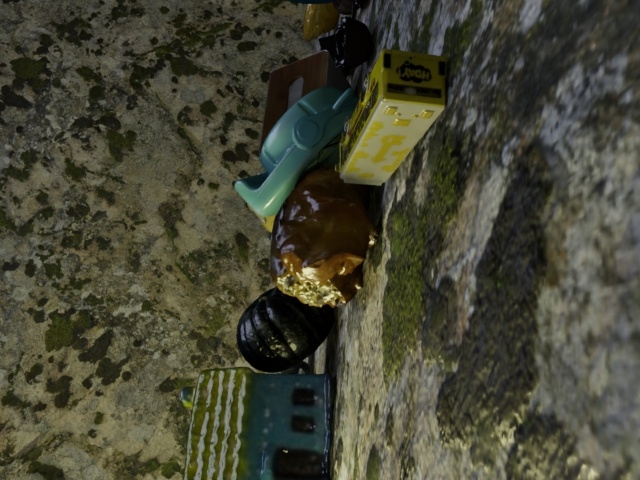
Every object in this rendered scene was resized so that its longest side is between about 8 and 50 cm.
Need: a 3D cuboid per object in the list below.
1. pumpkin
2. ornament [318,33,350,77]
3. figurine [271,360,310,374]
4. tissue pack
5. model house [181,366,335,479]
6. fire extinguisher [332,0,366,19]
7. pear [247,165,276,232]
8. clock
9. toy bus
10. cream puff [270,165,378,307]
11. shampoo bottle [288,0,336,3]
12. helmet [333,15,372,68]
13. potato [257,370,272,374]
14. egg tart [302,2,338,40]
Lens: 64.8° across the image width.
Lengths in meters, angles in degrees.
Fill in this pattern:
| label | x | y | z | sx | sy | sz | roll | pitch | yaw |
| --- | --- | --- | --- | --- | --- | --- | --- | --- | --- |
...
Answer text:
| label | x | y | z | sx | sy | sz | roll | pitch | yaw |
| --- | --- | --- | --- | --- | --- | --- | --- | --- | --- |
| pumpkin | -0.074 | 0.181 | 1.076 | 0.220 | 0.162 | 0.220 | -40 | 6 | 5 |
| ornament | 0.045 | -0.449 | 1.256 | 0.203 | 0.088 | 0.081 | -60 | -44 | -82 |
| figurine | -0.090 | 0.390 | 1.339 | 0.193 | 0.140 | 0.265 | -49 | 13 | 36 |
| tissue pack | -0.024 | -0.270 | 1.134 | 0.136 | 0.160 | 0.246 | 39 | -133 | -49 |
| model house | -0.130 | 0.379 | 0.998 | 0.215 | 0.303 | 0.237 | 94 | 180 | -64 |
| fire extinguisher | 0.080 | -0.552 | 1.151 | 0.252 | 0.075 | 0.106 | -105 | -5 | -71 |
| pear | -0.097 | -0.139 | 1.628 | 0.271 | 0.271 | 0.271 | -173 | 90 | -84 |
| clock | -0.013 | -0.171 | 0.894 | 0.274 | 0.094 | 0.224 | -50 | -10 | 29 |
| toy bus | 0.079 | -0.139 | 0.604 | 0.226 | 0.081 | 0.074 | 127 | 145 | -72 |
| cream puff | 0.000 | 0.000 | 0.807 | 0.269 | 0.155 | 0.241 | -96 | 15 | -74 |
| shampoo bottle | -0.014 | -0.658 | 0.856 | 0.331 | 0.331 | 0.342 | 112 | 165 | -68 |
| helmet | 0.069 | -0.393 | 1.011 | 0.123 | 0.070 | 0.098 | -133 | 44 | -74 |
| potato | -0.160 | 0.425 | 1.889 | 0.228 | 0.149 | 0.197 | -82 | -21 | -70 |
| egg tart | 0.011 | -0.910 | 1.929 | 0.319 | 0.128 | 0.318 | -171 | 90 | -84 |
